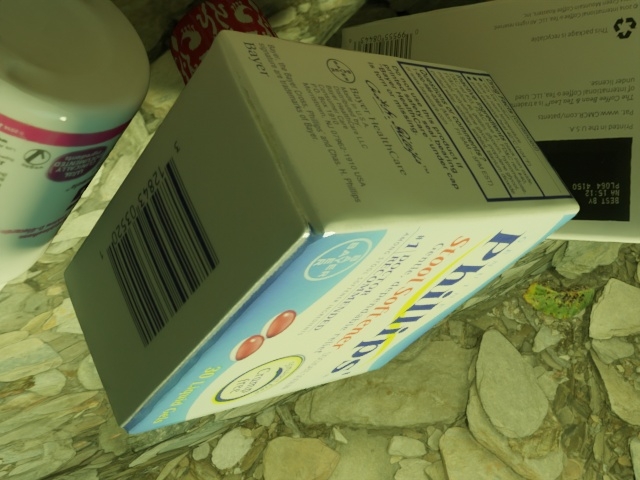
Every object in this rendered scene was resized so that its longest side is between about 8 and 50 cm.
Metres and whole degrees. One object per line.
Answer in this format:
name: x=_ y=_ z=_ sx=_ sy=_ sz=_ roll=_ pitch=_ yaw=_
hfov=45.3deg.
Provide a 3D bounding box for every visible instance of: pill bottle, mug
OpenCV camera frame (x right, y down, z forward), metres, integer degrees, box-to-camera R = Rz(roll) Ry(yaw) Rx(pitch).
pill bottle: x=-0.261 y=-0.063 z=0.581 sx=0.160 sy=0.160 sz=0.283 roll=-4 pitch=149 yaw=-47
mug: x=-0.050 y=-0.122 z=0.692 sx=0.113 sy=0.169 sz=0.150 roll=-39 pitch=157 yaw=26

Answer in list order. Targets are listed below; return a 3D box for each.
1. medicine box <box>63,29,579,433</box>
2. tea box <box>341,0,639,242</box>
medicine box: x=0.000 y=0.000 z=0.590 sx=0.289 sy=0.149 sz=0.263 roll=-4 pitch=148 yaw=-44
tea box: x=0.243 y=-0.112 z=0.809 sx=0.329 sy=0.219 sz=0.324 roll=4 pitch=-177 yaw=40
